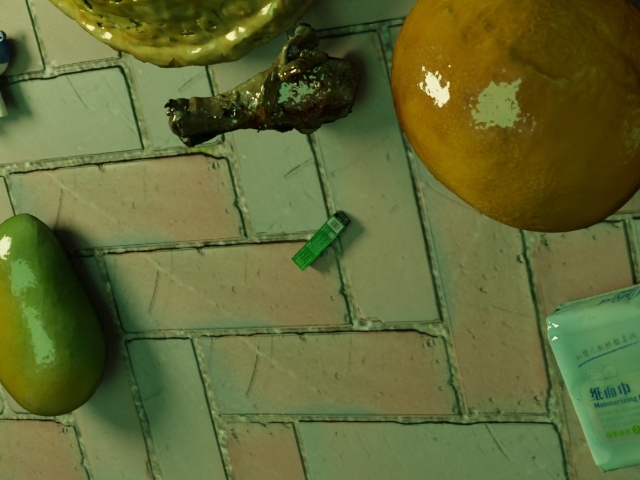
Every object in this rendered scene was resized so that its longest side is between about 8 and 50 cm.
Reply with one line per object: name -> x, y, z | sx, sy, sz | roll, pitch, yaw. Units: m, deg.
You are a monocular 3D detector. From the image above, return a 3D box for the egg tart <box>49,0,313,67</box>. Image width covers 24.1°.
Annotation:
egg tart -> -0.182, -0.381, 1.497 | 0.443, 0.178, 0.443 | 11, 113, 27

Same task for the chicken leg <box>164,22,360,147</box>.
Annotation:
chicken leg -> -0.055, -0.148, 1.551 | 0.196, 0.125, 0.080 | -23, 59, 17

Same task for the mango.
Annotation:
mango -> -0.348, 0.093, 1.823 | 0.156, 0.114, 0.251 | -9, 106, 39

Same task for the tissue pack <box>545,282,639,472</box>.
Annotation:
tissue pack -> 0.366, 0.119, 1.444 | 0.263, 0.089, 0.177 | -17, 98, 33

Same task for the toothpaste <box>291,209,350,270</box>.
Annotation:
toothpaste -> 0.000, 0.000, 1.646 | 0.020, 0.017, 0.083 | 45, 125, 3

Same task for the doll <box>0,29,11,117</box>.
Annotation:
doll -> -0.403, -0.190, 1.777 | 0.099, 0.057, 0.143 | 39, 118, 12

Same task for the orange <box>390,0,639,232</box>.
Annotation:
orange -> 0.188, -0.133, 1.342 | 0.261, 0.261, 0.261 | 11, 115, 26
